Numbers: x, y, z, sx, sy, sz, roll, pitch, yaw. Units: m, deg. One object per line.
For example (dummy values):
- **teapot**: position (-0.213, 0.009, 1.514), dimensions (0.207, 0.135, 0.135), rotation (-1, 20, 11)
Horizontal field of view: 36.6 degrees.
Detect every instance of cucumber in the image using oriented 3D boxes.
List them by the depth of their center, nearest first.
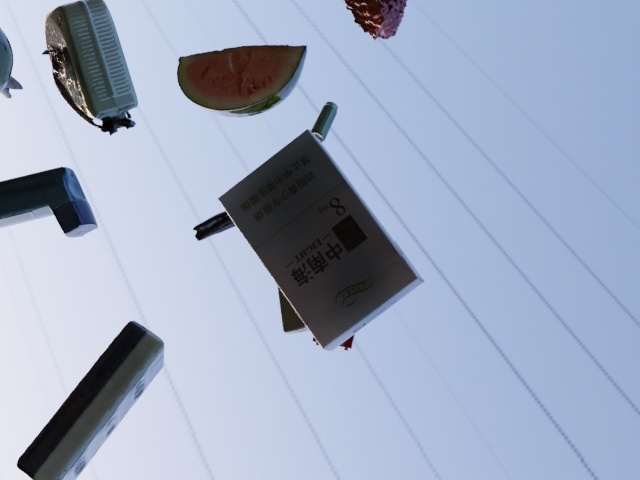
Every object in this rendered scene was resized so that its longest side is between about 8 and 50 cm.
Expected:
- **cucumber**: position (-0.164, -0.039, 1.730), dimensions (0.034, 0.134, 0.033), rotation (-124, -167, -72)

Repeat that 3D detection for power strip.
- **power strip**: position (-0.301, 0.225, 1.307), dimensions (0.257, 0.070, 0.105), rotation (-55, 176, -26)

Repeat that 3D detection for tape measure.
- **tape measure**: position (-0.424, -0.304, 1.742), dimensions (0.207, 0.115, 0.235), rotation (7, -65, 59)

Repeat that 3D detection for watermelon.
- **watermelon**: position (-0.092, -0.180, 1.174), dimensions (0.163, 0.069, 0.087), rotation (-2, -112, 14)

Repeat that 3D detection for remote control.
- **remote control**: position (-0.052, 0.055, 2.106), dimensions (0.123, 0.038, 0.285), rotation (-25, -111, 47)

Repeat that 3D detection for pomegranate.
- **pomegranate**: position (-0.472, -0.250, 1.333), dimensions (0.129, 0.159, 0.129), rotation (8, -72, 24)

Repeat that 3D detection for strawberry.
- **strawberry**: position (0.100, -0.527, 1.822), dimensions (0.106, 0.188, 0.286), rotation (131, -54, -62)

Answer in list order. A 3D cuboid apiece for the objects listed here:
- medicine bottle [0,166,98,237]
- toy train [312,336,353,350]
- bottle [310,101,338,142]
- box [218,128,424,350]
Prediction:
- **medicine bottle**: position (-0.524, -0.052, 1.703), dimensions (0.258, 0.079, 0.124), rotation (-10, -93, 10)
- **toy train**: position (0.039, 0.105, 1.894), dimensions (0.082, 0.131, 0.204), rotation (10, -85, 6)
- **bottle**: position (0.007, -0.211, 1.721), dimensions (0.030, 0.030, 0.083), rotation (-20, -144, 45)
- **box**: position (0.000, 0.000, 1.236), dimensions (0.155, 0.067, 0.243), rotation (-36, -103, 7)
